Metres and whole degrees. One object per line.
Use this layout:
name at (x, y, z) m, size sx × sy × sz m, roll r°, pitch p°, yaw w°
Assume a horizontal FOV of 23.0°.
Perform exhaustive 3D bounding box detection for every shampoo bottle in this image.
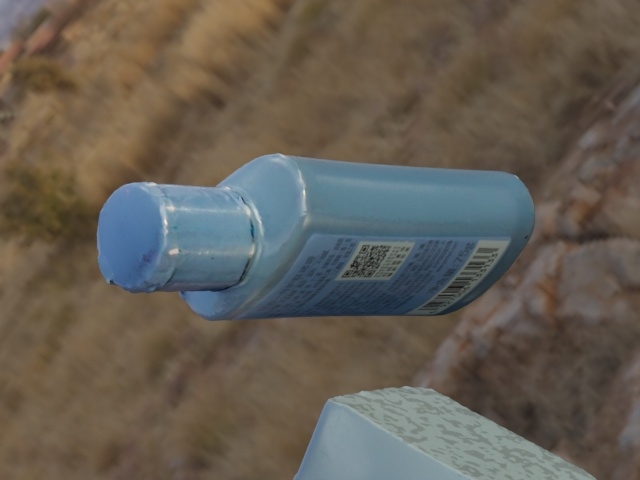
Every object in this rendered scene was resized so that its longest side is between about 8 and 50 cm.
shampoo bottle at (0.000, 0.000, 0.810) m, size 0.258 × 0.061 × 0.104 m, roll 1°, pitch -39°, yaw -47°

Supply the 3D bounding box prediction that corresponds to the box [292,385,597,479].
box at (0.089, 0.204, 1.168) m, size 0.162 × 0.227 × 0.130 m, roll -1°, pitch -66°, yaw -53°
